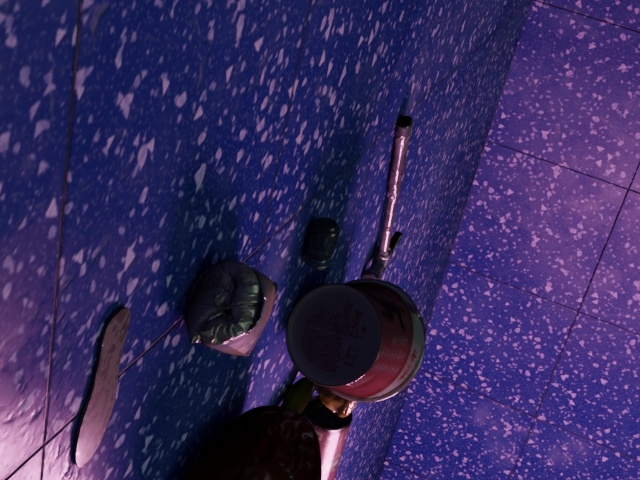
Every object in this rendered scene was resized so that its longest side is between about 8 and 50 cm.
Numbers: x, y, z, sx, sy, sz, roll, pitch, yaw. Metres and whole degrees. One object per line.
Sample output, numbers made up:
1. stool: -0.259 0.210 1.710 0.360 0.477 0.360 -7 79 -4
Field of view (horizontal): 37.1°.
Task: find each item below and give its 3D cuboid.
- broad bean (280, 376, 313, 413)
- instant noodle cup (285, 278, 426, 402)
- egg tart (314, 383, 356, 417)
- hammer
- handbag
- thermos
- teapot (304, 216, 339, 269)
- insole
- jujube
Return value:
1. broad bean: -0.070 0.333 1.807 0.254 0.047 0.065 -44 139 -57
2. instant noodle cup: 0.053 0.172 1.709 0.178 0.235 0.234 23 89 -66
3. egg tart: 0.043 0.228 1.899 0.231 0.099 0.252 -88 -166 -52
4. hammer: 0.152 -0.084 2.031 0.426 0.044 0.152 96 20 -47
5. handbag: -0.108 0.088 1.215 0.173 0.095 0.117 47 62 -78
6. thermos: -0.023 0.510 2.109 0.136 0.110 0.330 -47 155 -57
7. teapot: -0.003 0.001 1.590 0.049 0.063 0.083 -8 128 -37
8. insole: -0.234 0.158 1.023 0.065 0.006 0.193 -34 142 -65
9. jujube: -0.103 0.391 1.483 0.318 0.223 0.223 -58 164 -63
